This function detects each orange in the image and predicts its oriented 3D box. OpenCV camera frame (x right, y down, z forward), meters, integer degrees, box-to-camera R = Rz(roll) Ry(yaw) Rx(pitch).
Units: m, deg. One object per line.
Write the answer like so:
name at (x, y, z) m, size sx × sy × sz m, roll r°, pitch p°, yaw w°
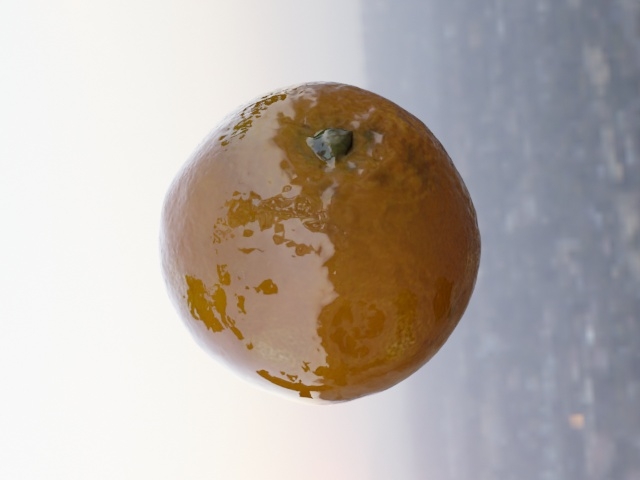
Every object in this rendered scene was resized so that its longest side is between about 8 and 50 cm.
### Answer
orange at (0.000, 0.000, 1.802) m, size 0.312 × 0.312 × 0.312 m, roll -5°, pitch -90°, yaw -87°
